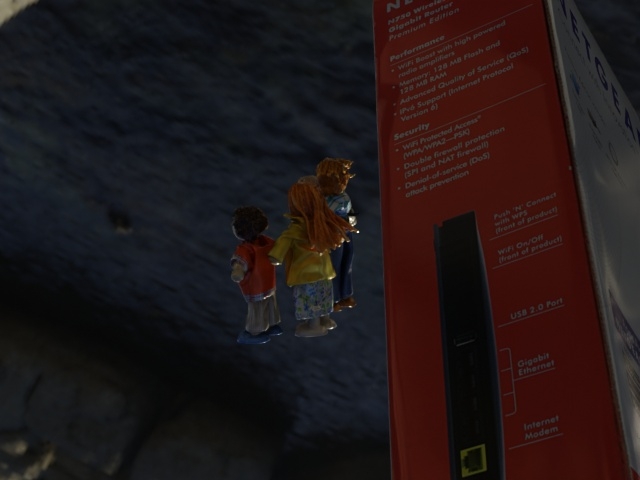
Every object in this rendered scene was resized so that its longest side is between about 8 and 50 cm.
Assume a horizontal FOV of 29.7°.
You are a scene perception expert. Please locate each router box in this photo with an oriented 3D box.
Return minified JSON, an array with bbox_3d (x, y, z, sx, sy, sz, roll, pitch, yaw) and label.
[{"bbox_3d":[0.139,0.083,0.542,0.082,0.301,0.335,-20,138,24],"label":"router box"}]

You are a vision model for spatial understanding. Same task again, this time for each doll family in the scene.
[{"bbox_3d":[0.000,0.000,1.268,0.118,0.163,0.263,1,-166,21],"label":"doll family"}]
